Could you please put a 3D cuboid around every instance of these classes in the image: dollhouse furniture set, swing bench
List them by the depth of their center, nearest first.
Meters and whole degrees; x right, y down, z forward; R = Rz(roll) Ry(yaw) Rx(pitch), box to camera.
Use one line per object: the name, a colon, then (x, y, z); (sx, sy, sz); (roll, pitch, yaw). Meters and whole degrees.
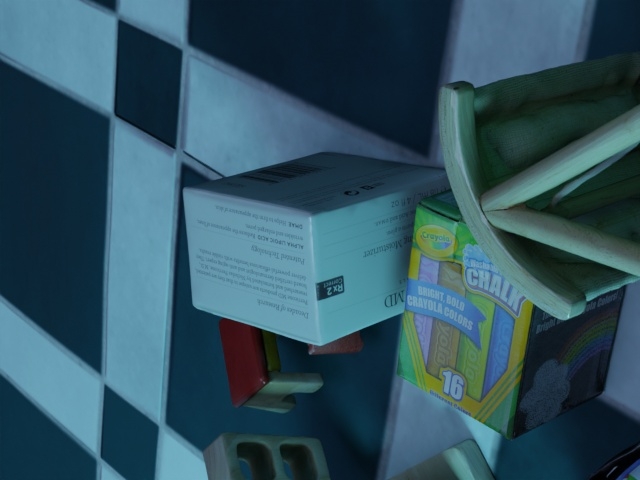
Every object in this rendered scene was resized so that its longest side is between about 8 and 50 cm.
swing bench: (0.255, -0.051, 0.800); (0.255, 0.253, 0.165); (-3, 101, 49)
dollhouse furniture set: (-0.025, 0.198, 1.195); (0.201, 0.152, 0.374); (-42, 50, 42)

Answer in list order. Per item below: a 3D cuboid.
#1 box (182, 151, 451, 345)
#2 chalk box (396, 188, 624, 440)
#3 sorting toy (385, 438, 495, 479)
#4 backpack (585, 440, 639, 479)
box: (0.000, 0.000, 1.159); (0.182, 0.181, 0.119); (13, 113, 45)
chalk box: (0.159, 0.026, 1.029); (0.132, 0.132, 0.213); (27, 121, 40)
sorting toy: (0.102, 0.361, 1.243); (0.255, 0.089, 0.257); (-39, 74, 48)
backpack: (0.254, 0.251, 0.917); (0.213, 0.276, 0.263); (38, 123, 27)
